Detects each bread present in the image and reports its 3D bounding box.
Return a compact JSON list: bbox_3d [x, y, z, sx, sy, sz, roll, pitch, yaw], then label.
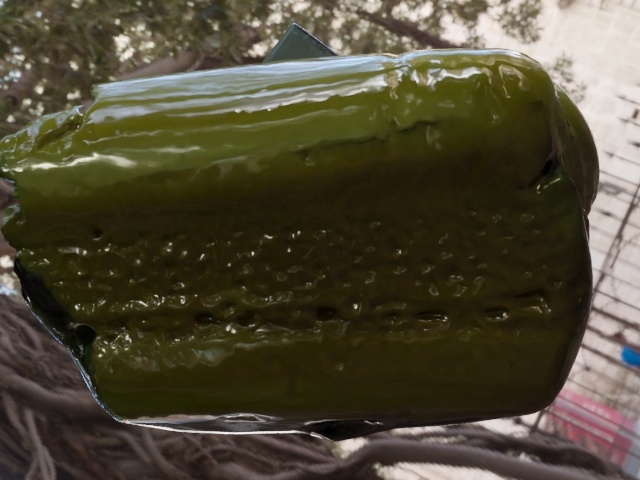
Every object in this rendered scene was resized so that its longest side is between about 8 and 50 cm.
[{"bbox_3d":[0.000,0.000,0.585,0.208,0.376,0.251,-53,-43,-72],"label":"bread"}]

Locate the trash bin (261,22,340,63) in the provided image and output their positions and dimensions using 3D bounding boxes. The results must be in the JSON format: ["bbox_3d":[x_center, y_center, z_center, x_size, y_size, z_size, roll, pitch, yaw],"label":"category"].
[{"bbox_3d":[-0.052,-0.088,1.161,0.343,0.158,0.223,-49,-44,4],"label":"trash bin"}]
